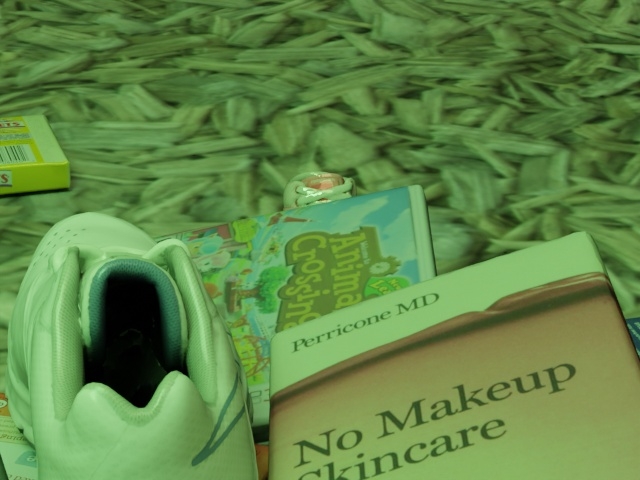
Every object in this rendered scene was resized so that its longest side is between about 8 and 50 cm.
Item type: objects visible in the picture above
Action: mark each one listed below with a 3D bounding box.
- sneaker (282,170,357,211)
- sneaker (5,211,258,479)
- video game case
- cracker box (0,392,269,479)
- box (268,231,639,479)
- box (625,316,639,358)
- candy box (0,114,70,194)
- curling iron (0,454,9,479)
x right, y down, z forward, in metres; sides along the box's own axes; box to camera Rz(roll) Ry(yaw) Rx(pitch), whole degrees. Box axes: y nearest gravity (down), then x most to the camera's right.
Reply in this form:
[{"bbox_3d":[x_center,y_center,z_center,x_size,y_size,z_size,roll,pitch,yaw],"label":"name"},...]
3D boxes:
[{"bbox_3d":[0.000,0.000,0.966,0.051,0.070,0.134,0,26,-7],"label":"sneaker"},{"bbox_3d":[-0.072,0.048,0.629,0.111,0.129,0.297,-6,25,-14],"label":"sneaker"},{"bbox_3d":[-0.030,0.043,0.852,0.193,0.023,0.212,-11,29,6],"label":"video game case"},{"bbox_3d":[-0.126,0.153,0.630,0.155,0.067,0.232,9,26,16],"label":"cracker box"},{"bbox_3d":[0.067,0.121,0.574,0.148,0.127,0.232,-19,28,8],"label":"box"},{"bbox_3d":[0.119,0.091,0.812,0.225,0.036,0.136,-4,25,-12],"label":"box"},{"bbox_3d":[-0.291,-0.055,1.120,0.206,0.027,0.105,-7,23,-18],"label":"candy box"},{"bbox_3d":[-0.126,0.114,0.526,0.068,0.035,0.274,-17,56,0],"label":"curling iron"}]
